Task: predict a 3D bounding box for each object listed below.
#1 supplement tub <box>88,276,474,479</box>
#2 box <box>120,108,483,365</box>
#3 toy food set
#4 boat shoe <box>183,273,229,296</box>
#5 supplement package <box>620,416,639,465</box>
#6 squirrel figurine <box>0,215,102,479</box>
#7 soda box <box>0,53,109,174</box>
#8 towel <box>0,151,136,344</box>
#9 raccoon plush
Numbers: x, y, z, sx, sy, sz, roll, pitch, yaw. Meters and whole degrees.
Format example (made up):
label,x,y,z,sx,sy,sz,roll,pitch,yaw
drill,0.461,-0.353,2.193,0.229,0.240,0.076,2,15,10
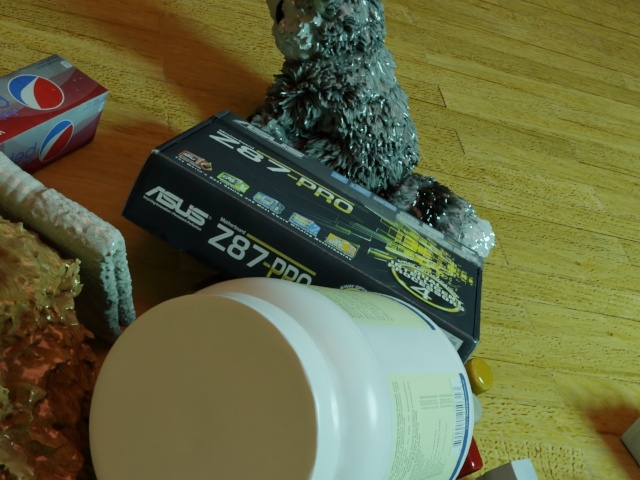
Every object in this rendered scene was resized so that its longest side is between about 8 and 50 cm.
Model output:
label,x,y,z,sx,sy,sz,roll,pitch,yaw
supplement tub,-0.021,0.153,0.909,0.235,0.235,0.325,47,14,22
box,0.000,0.000,1.229,0.394,0.097,0.318,30,16,1
toy food set,0.154,0.253,1.133,0.111,0.104,0.232,4,60,-49
boat shoe,-0.118,0.119,1.106,0.104,0.089,0.285,23,31,18
supplement package,0.475,0.276,1.277,0.105,0.105,0.179,-2,47,-34
squirrel figurine,-0.316,0.167,0.769,0.396,0.281,0.371,-4,55,-33
soda box,-0.366,-0.125,1.214,0.092,0.083,0.263,36,38,10
towel,-0.261,0.003,0.996,0.187,0.282,0.049,32,68,3
raccoon plush,0.104,-0.204,1.430,0.446,0.299,0.216,27,37,-3
